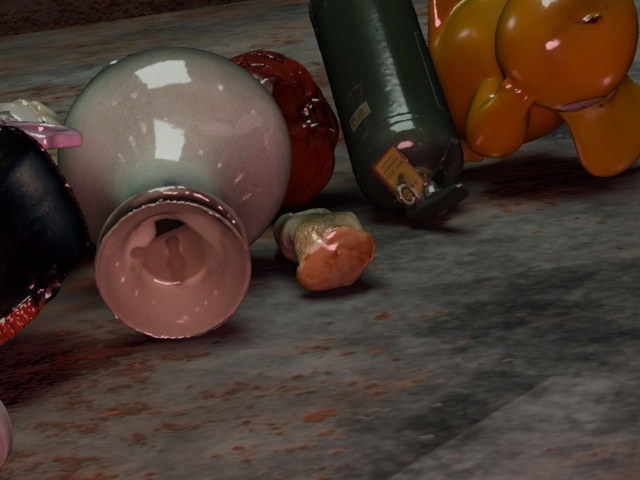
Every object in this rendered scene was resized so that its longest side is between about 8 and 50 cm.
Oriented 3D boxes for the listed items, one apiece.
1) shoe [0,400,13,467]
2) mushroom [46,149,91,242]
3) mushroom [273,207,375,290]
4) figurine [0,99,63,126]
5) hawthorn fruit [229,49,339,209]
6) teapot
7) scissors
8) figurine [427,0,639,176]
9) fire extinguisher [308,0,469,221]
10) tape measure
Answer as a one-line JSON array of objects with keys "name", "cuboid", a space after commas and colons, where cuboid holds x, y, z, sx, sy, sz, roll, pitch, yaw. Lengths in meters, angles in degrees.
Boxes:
[{"name": "shoe", "cuboid": [-0.254, 0.096, 1.018, 0.195, 0.079, 0.078, -6, 19, 20]}, {"name": "mushroom", "cuboid": [-0.231, -0.030, 1.450, 0.095, 0.122, 0.351, -22, 6, 30]}, {"name": "mushroom", "cuboid": [-0.004, 0.000, 1.373, 0.059, 0.054, 0.202, -4, 7, -10]}, {"name": "figurine", "cuboid": [-0.317, -0.053, 1.579, 0.257, 0.144, 0.182, -9, 10, -28]}, {"name": "hawthorn fruit", "cuboid": [-0.069, -0.091, 1.587, 0.172, 0.148, 0.148, -16, 7, 30]}, {"name": "teapot", "cuboid": [-0.107, -0.029, 1.313, 0.184, 0.183, 0.251, -7, 26, -1]}, {"name": "scissors", "cuboid": [-0.239, -0.085, 1.352, 0.110, 0.021, 0.212, 6, 5, -11]}, {"name": "figurine", "cuboid": [0.188, -0.156, 1.574, 0.215, 0.215, 0.228, -17, 23, -35]}, {"name": "fire extinguisher", "cuboid": [0.065, -0.119, 1.548, 0.095, 0.114, 0.311, 19, 38, -29]}, {"name": "tape measure", "cuboid": [-0.263, 0.019, 1.185, 0.223, 0.135, 0.202, -31, 18, -4]}]
